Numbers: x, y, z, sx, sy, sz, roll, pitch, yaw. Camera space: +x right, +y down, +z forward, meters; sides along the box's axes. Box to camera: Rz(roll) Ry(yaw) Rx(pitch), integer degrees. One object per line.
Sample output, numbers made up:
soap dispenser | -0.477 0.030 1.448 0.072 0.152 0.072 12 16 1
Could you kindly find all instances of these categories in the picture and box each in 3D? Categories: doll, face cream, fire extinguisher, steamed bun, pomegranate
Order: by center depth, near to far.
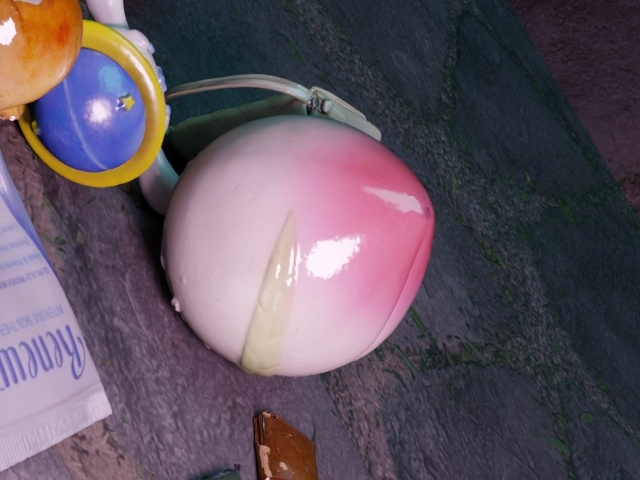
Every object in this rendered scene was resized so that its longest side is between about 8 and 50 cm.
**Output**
face cream | -0.337 0.001 1.804 0.420 0.137 0.235 66 22 0
pomegranate | -0.335 -0.217 1.938 0.191 0.191 0.191 42 25 -25
fire extinguisher | -0.102 0.252 1.970 0.083 0.025 0.038 -11 105 -65
steamed bun | 0.000 0.000 2.111 0.309 0.309 0.309 42 25 -25
doll | -0.241 -0.131 2.133 0.242 0.160 0.311 -108 177 -63

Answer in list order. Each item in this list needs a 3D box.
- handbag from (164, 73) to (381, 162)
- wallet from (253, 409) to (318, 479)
handbag | -0.073 -0.132 2.296 0.219 0.256 0.079 39 55 -37
wallet | -0.030 0.263 2.087 0.095 0.026 0.176 37 27 -29
